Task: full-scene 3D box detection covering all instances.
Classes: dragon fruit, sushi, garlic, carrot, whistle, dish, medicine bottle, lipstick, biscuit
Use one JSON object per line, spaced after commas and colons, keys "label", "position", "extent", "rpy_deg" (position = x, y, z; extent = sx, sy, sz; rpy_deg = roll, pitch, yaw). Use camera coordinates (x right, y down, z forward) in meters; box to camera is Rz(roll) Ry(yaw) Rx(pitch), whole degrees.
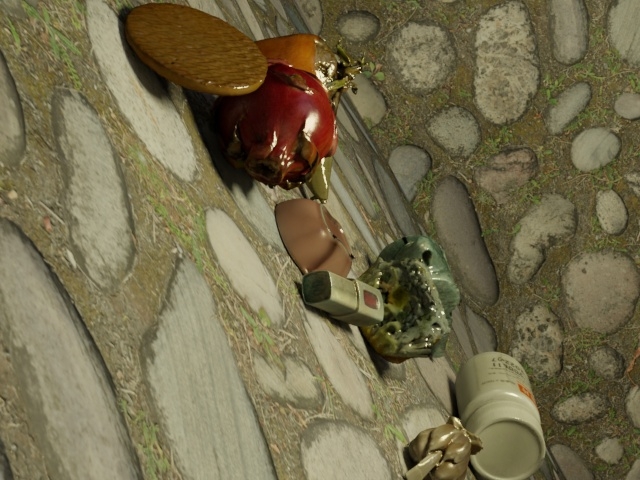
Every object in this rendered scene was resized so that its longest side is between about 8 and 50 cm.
{"label": "dragon fruit", "position": [-0.086, -0.225, 1.778], "extent": [0.250, 0.250, 0.315], "rpy_deg": [60, 31, -7]}
{"label": "sushi", "position": [0.179, 0.159, 2.050], "extent": [0.139, 0.184, 0.274], "rpy_deg": [37, 28, -59]}
{"label": "garlic", "position": [0.224, 0.438, 1.832], "extent": [0.131, 0.127, 0.194], "rpy_deg": [45, 37, 12]}
{"label": "carrot", "position": [-0.064, -0.338, 2.016], "extent": [0.193, 0.331, 0.214], "rpy_deg": [-5, 84, -79]}
{"label": "whistle", "position": [0.285, 0.145, 2.488], "extent": [0.405, 0.188, 0.168], "rpy_deg": [49, 17, -44]}
{"label": "dish", "position": [0.000, 0.000, 1.908], "extent": [0.213, 0.090, 0.213], "rpy_deg": [57, 13, -20]}
{"label": "medicine bottle", "position": [0.471, 0.460, 2.483], "extent": [0.211, 0.211, 0.371], "rpy_deg": [58, 13, -14]}
{"label": "lipstick", "position": [0.044, 0.113, 1.849], "extent": [0.253, 0.077, 0.079], "rpy_deg": [28, 54, -61]}
{"label": "biscuit", "position": [-0.216, -0.330, 1.631], "extent": [0.261, 0.037, 0.262], "rpy_deg": [19, 35, -14]}

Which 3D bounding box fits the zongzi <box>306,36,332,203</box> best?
{"label": "zongzi", "position": [-0.028, -0.303, 2.345], "extent": [0.447, 0.181, 0.418], "rpy_deg": [-39, 115, -80]}
